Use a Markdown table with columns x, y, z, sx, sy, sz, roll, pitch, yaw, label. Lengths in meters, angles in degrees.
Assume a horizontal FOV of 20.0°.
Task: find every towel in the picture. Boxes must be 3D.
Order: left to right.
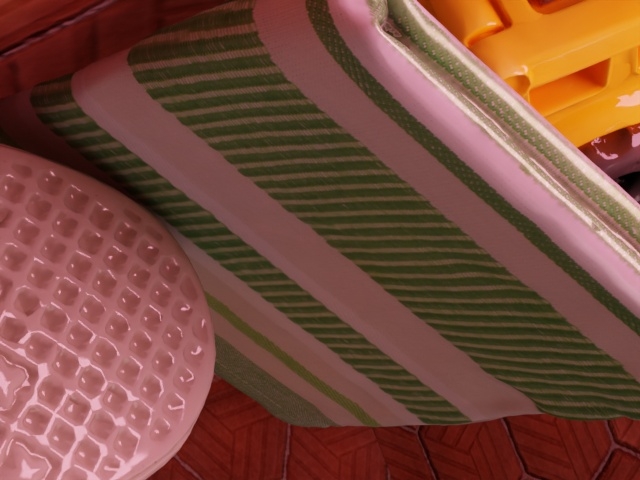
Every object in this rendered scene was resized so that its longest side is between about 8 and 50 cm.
| x | y | z | sx | sy | sz | roll | pitch | yaw | label |
| --- | --- | --- | --- | --- | --- | --- | --- | --- | --- |
| 0.000 | 0.000 | 0.737 | 0.325 | 0.248 | 0.038 | -11 | -135 | 56 | towel |

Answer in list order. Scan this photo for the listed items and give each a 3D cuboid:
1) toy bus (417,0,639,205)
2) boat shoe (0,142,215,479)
| x | y | z | sx | sy | sz | roll | pitch | yaw | label |
| --- | --- | --- | --- | --- | --- | --- | --- | --- | --- |
| 0.122 | -0.120 | 0.685 | 0.220 | 0.149 | 0.211 | -23 | 158 | -7 | toy bus |
| -0.283 | 0.069 | 0.671 | 0.500 | 0.186 | 0.156 | -12 | 172 | -24 | boat shoe |
